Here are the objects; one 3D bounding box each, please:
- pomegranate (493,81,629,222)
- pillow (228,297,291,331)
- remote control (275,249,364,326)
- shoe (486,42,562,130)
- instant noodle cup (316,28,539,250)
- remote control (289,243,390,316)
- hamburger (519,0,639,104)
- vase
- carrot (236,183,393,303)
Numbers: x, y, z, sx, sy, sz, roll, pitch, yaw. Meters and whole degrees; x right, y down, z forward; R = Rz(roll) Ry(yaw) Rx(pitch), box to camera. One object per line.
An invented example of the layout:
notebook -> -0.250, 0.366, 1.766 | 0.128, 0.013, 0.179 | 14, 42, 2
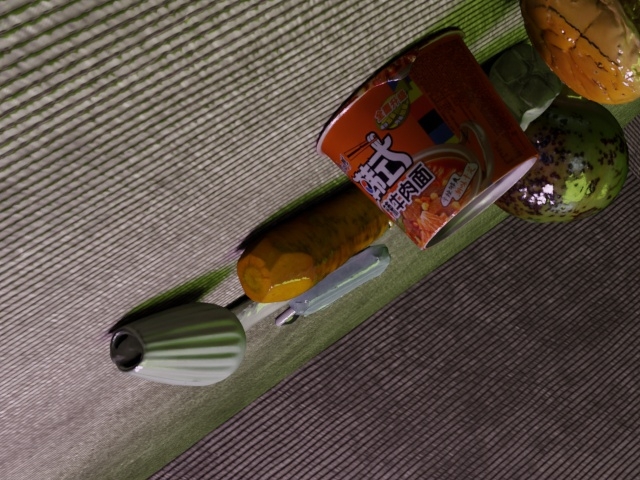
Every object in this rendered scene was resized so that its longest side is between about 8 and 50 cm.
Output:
pomegranate -> 0.412, -0.202, 1.894 | 0.285, 0.284, 0.341 | -25, 131, -52
pillow -> -0.126, 0.131, 1.963 | 0.229, 0.051, 0.128 | -31, 165, -27
remote control -> 0.005, 0.110, 2.387 | 0.261, 0.029, 0.067 | -40, 168, 11
shoe -> 0.224, -0.158, 1.662 | 0.342, 0.132, 0.210 | -35, 168, -36
instant noodle cup -> 0.149, -0.122, 1.386 | 0.250, 0.192, 0.250 | -37, 170, -8
remote control -> 0.044, 0.086, 2.299 | 0.247, 0.052, 0.104 | -31, 161, -6
hamburger -> 0.357, -0.281, 1.324 | 0.163, 0.244, 0.244 | -35, 170, 4
vase -> -0.213, 0.156, 1.577 | 0.128, 0.128, 0.248 | -42, 160, 20
carrot -> 0.000, 0.000, 1.654 | 0.301, 0.114, 0.114 | -30, 167, -40
